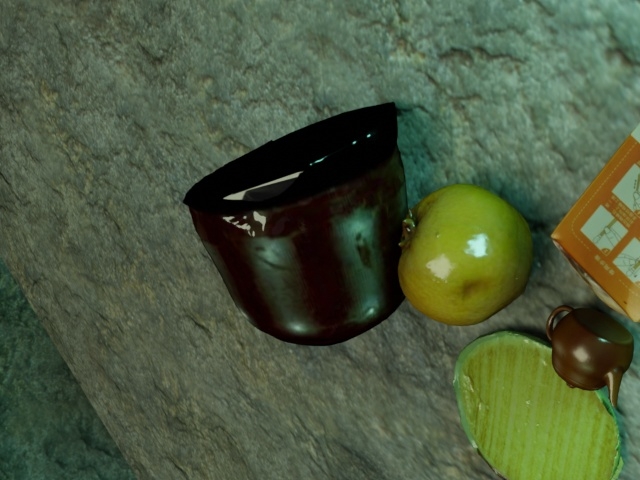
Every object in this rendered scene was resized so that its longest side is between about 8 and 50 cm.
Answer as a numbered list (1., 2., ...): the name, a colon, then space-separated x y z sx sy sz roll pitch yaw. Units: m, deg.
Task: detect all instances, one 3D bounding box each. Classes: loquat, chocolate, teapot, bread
1. loquat: 0.207 0.021 1.129 0.208 0.208 0.208 23 123 40
2. chocolate: 0.000 0.000 1.257 0.383 0.383 0.331 -7 111 49
3. teapot: 0.370 0.159 1.085 0.173 0.116 0.116 -124 34 -53
4. bread: 0.341 0.277 1.226 0.301 0.045 0.301 24 126 38

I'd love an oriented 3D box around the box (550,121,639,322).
1. box: 0.431 -0.091 0.819 0.143 0.225 0.341 48 136 24
